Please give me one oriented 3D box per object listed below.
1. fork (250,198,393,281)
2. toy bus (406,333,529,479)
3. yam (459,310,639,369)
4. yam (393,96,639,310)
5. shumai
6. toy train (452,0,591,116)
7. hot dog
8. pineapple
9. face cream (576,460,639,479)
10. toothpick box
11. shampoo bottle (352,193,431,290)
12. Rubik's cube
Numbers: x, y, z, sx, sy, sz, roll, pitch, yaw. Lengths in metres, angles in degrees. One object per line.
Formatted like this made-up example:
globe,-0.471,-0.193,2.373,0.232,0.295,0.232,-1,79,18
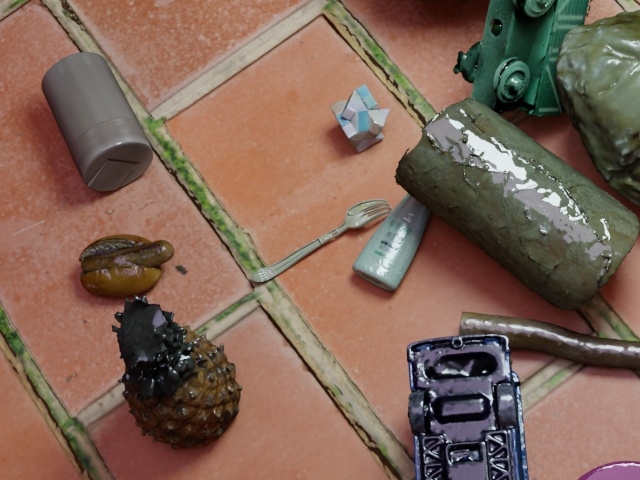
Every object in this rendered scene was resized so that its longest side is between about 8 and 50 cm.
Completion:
fork,-0.001,-0.002,1.918,0.219,0.028,0.034,-28,68,-2
toy bus,0.182,0.273,1.682,0.138,0.175,0.288,-6,65,9
yam,0.342,0.135,1.785,0.327,0.045,0.045,8,37,13
yam,0.258,-0.047,1.797,0.304,0.168,0.168,38,78,11
shumai,0.485,-0.210,1.736,0.330,0.288,0.292,33,68,-5
toy train,0.279,-0.283,1.857,0.115,0.154,0.269,31,118,46
hot dog,-0.272,0.034,1.938,0.140,0.060,0.090,2,72,8
pineapple,-0.190,0.160,1.749,0.158,0.279,0.158,-3,64,7
face cream,0.356,0.360,1.600,0.175,0.195,0.175,-3,67,8
toothpick box,-0.325,-0.173,2.010,0.111,0.111,0.181,-28,64,-2
shampoo bottle,0.119,-0.024,1.898,0.069,0.041,0.191,26,73,23
Rubik's cube,0.062,-0.176,1.955,0.073,0.084,0.075,-30,81,2
